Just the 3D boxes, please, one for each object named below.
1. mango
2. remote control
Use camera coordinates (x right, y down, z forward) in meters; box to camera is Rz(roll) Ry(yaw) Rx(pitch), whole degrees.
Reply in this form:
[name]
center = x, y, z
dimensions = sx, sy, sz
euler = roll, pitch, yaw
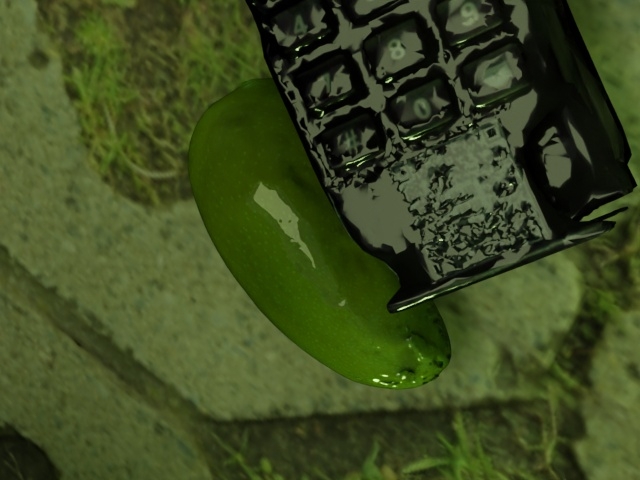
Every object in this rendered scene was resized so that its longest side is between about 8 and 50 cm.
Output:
[mango]
center = 0.000, 0.000, 0.756
dimensions = 0.091, 0.074, 0.165
euler = -40, 82, 36
[remote control]
center = 0.008, -0.174, 0.689
dimensions = 0.144, 0.062, 0.399
euler = -23, 90, 27
